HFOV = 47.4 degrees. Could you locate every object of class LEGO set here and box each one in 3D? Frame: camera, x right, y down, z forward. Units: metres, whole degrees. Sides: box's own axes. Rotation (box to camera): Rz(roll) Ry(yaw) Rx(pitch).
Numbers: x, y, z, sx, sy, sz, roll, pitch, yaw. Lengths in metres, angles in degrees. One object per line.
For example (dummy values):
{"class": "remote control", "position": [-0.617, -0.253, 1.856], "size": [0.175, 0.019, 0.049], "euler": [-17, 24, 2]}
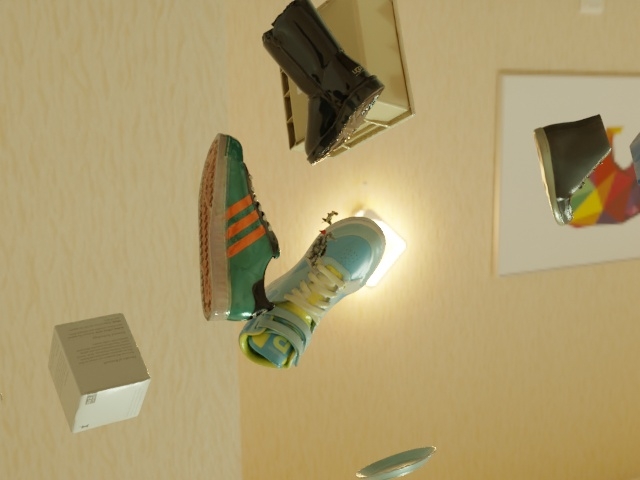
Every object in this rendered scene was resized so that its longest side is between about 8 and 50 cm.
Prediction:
{"class": "LEGO set", "position": [-0.001, 0.000, 0.883], "size": [0.023, 0.054, 0.083], "euler": [22, -137, -20]}

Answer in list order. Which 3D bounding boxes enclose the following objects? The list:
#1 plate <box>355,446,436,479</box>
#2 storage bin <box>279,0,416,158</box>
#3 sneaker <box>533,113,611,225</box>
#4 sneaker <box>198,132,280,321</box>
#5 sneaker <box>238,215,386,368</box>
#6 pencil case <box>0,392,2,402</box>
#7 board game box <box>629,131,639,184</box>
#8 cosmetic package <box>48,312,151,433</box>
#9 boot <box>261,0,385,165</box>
{"class": "plate", "position": [0.168, 0.492, 1.590], "size": [0.188, 0.024, 0.188], "euler": [-19, 172, -3]}
{"class": "storage bin", "position": [0.040, -0.332, 1.479], "size": [0.123, 0.262, 0.260], "euler": [6, 160, -40]}
{"class": "sneaker", "position": [0.455, -0.117, 1.287], "size": [0.118, 0.222, 0.083], "euler": [-14, -137, 14]}
{"class": "sneaker", "position": [-0.129, -0.021, 1.184], "size": [0.121, 0.302, 0.108], "euler": [1, 177, -24]}
{"class": "sneaker", "position": [-0.016, 0.107, 1.233], "size": [0.127, 0.319, 0.208], "euler": [39, -149, -9]}
{"class": "pencil case", "position": [-0.400, 0.034, 0.697], "size": [0.167, 0.386, 0.160], "euler": [-1, -160, -16]}
{"class": "board game box", "position": [0.420, -0.114, 0.821], "size": [0.133, 0.033, 0.168], "euler": [-40, -166, 33]}
{"class": "cosmetic package", "position": [-0.475, 0.280, 1.554], "size": [0.151, 0.151, 0.183], "euler": [-9, -128, -35]}
{"class": "boot", "position": [-0.016, -0.265, 1.229], "size": [0.094, 0.207, 0.246], "euler": [-37, 173, -31]}
